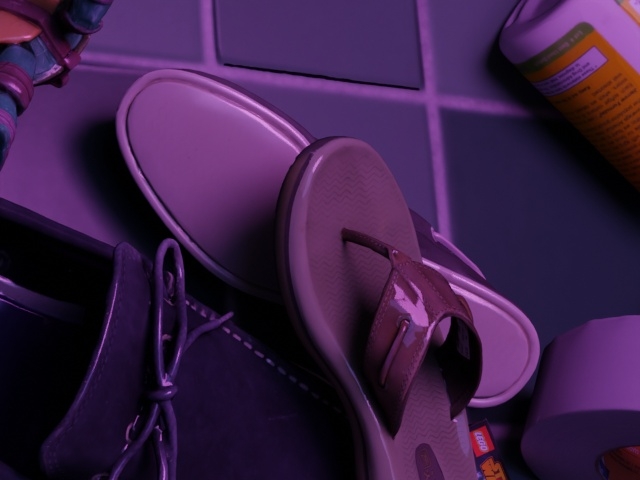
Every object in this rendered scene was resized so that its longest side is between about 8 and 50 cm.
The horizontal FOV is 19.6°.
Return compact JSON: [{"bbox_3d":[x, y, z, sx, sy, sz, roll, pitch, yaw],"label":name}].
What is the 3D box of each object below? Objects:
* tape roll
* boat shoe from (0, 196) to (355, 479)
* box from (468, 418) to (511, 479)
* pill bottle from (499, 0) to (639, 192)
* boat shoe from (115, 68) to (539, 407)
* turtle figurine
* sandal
[{"bbox_3d":[0.251,0.134,1.269,0.219,0.219,0.072,29,62,-20],"label":"tape roll"},{"bbox_3d":[-0.137,0.090,1.096,0.500,0.156,0.186,27,62,-22],"label":"boat shoe"},{"bbox_3d":[0.098,0.202,1.272,0.094,0.027,0.137,-19,85,-34],"label":"box"},{"bbox_3d":[0.264,-0.109,1.398,0.246,0.136,0.136,44,59,-12],"label":"pill bottle"},{"bbox_3d":[0.000,0.000,1.252,0.335,0.095,0.112,36,94,-12],"label":"boat shoe"},{"bbox_3d":[-0.187,-0.139,1.116,0.118,0.175,0.234,65,36,-37],"label":"turtle figurine"},{"bbox_3d":[0.061,0.076,1.145,0.120,0.086,0.302,-22,94,-47],"label":"sandal"}]
